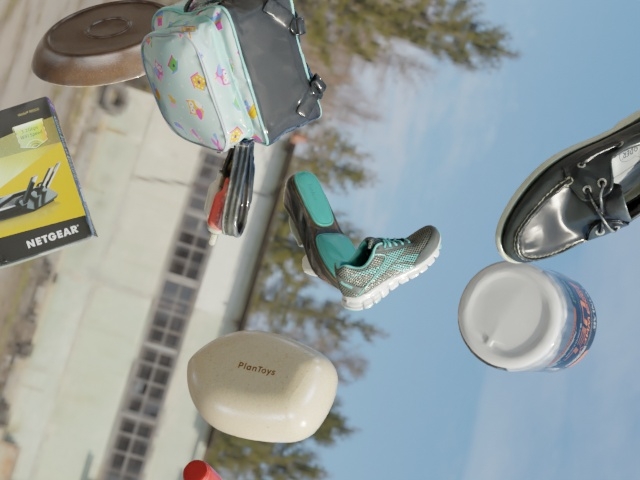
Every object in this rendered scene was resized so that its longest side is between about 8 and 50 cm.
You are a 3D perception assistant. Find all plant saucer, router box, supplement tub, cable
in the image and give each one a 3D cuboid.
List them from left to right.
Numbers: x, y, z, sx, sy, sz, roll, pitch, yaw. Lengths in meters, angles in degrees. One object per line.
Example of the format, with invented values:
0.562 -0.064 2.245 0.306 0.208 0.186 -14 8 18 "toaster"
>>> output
-0.550 -0.072 1.914 0.081 0.309 0.243 155 -84 -86 "router box"
-0.389 -0.377 2.172 0.310 0.310 0.050 -86 170 -54 "plant saucer"
-0.129 -0.121 1.681 0.139 0.072 0.287 -83 179 -57 "cable"
0.385 0.143 2.113 0.316 0.193 0.194 13 96 -63 "supplement tub"

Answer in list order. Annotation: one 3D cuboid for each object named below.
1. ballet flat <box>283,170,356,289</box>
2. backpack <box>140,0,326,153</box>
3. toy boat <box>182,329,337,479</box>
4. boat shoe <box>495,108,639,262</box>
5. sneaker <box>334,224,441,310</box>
0.000 0.000 2.172 0.096 0.095 0.280 -56 -136 42 "ballet flat"
-0.103 -0.181 1.225 0.188 0.144 0.166 25 -41 60 "backpack"
-0.128 0.301 1.939 0.318 0.267 0.148 -61 152 -26 "toy boat"
0.396 -0.069 1.590 0.113 0.340 0.127 38 -26 58 "boat shoe"
0.087 0.021 1.533 0.166 0.076 0.065 -36 -152 -19 "sneaker"
